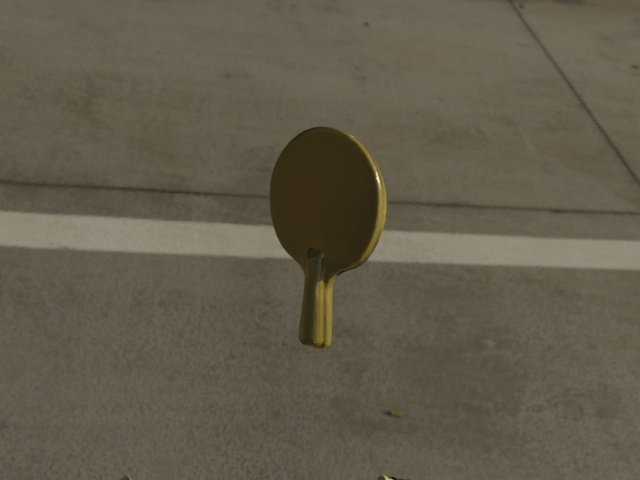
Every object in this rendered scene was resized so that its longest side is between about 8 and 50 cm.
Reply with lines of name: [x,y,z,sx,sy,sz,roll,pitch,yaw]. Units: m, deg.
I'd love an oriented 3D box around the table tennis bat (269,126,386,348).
table tennis bat: [0.000,0.000,0.970,0.198,0.321,0.050,11,14,35]

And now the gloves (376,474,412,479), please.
gloves: [0.111,0.413,0.973,0.106,0.129,0.181,26,3,35]

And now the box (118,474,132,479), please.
box: [-0.392,0.536,1.246,0.174,0.274,0.076,-33,97,-23]
